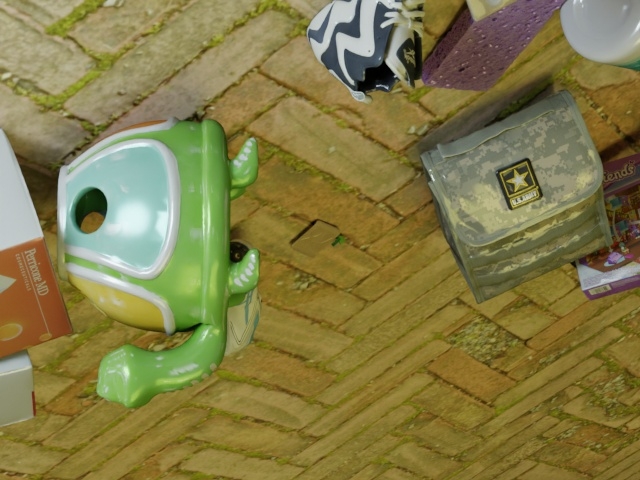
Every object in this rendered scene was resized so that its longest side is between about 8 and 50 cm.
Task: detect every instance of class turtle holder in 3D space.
[{"bbox_3d":[-0.195,0.015,1.549,0.227,0.243,0.320,1,105,-9],"label":"turtle holder"}]

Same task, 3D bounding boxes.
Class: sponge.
[{"bbox_3d":[0.225,-0.272,1.672,0.117,0.031,0.210,-1,145,-35],"label":"sponge"}]

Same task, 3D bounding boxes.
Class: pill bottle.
[{"bbox_3d":[0.443,-0.291,1.704,0.264,0.146,0.146,0,140,-44],"label":"pill bottle"}]

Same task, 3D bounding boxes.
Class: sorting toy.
[{"bbox_3d":[0.000,0.000,1.938,0.062,0.012,0.083,-45,142,19],"label":"sorting toy"}]

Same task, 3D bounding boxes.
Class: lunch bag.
[{"bbox_3d":[0.285,-0.071,1.907,0.235,0.169,0.287,-24,142,2],"label":"lunch bag"}]

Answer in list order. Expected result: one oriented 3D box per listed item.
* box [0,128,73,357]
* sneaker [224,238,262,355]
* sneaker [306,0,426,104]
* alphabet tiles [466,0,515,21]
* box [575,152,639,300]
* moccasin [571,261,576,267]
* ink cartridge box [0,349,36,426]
[{"bbox_3d":[-0.484,0.047,1.486,0.345,0.168,0.215,-20,148,-12],"label":"box"},{"bbox_3d":[-0.122,0.075,1.906,0.086,0.085,0.237,-39,156,-35],"label":"sneaker"},{"bbox_3d":[0.097,-0.253,1.496,0.235,0.153,0.094,-39,149,20],"label":"sneaker"},{"bbox_3d":[0.174,-0.404,1.307,0.285,0.011,0.343,-29,121,-3],"label":"alphabet tiles"},{"bbox_3d":[0.530,-0.043,2.024,0.293,0.201,0.057,-17,153,18],"label":"box"},{"bbox_3d":[0.565,-0.055,2.192,0.342,0.138,0.117,-25,138,22],"label":"moccasin"},{"bbox_3d":[-0.442,0.134,1.644,0.127,0.176,0.128,-13,146,-18],"label":"ink cartridge box"}]
